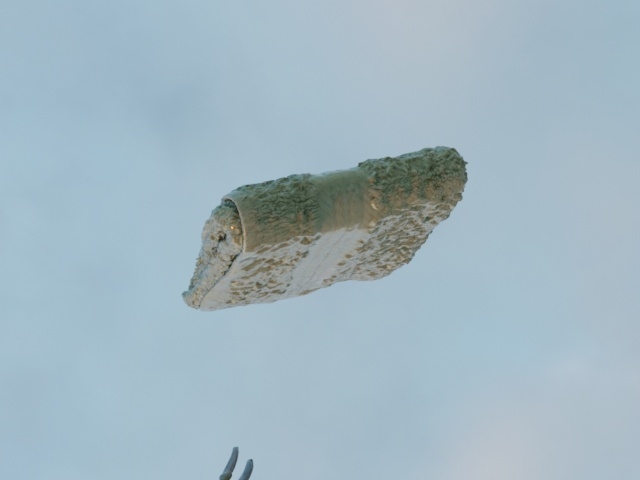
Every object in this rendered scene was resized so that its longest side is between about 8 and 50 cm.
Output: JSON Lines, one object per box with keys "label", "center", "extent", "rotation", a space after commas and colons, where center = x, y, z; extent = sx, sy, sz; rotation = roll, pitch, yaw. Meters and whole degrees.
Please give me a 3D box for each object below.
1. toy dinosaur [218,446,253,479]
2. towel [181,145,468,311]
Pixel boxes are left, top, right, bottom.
{"label": "toy dinosaur", "center": [-0.043, 0.093, 0.375], "extent": [0.082, 0.090, 0.047], "rotation": [36, -53, -19]}
{"label": "towel", "center": [0.000, 0.000, 0.650], "extent": [0.110, 0.027, 0.148], "rotation": [-13, -14, -15]}
